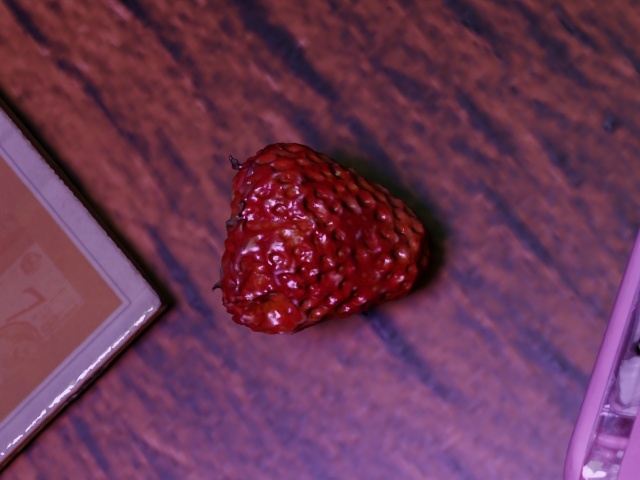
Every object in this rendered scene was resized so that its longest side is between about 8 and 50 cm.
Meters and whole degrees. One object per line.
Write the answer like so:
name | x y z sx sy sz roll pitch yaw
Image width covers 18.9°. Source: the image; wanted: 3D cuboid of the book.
book | -0.199 0.049 0.809 0.241 0.018 0.170 -43 70 6

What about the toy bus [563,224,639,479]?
toy bus | 0.145 0.022 0.641 0.090 0.063 0.203 14 62 17

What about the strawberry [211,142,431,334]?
strawberry | 0.000 0.000 0.727 0.083 0.073 0.073 3 79 6
